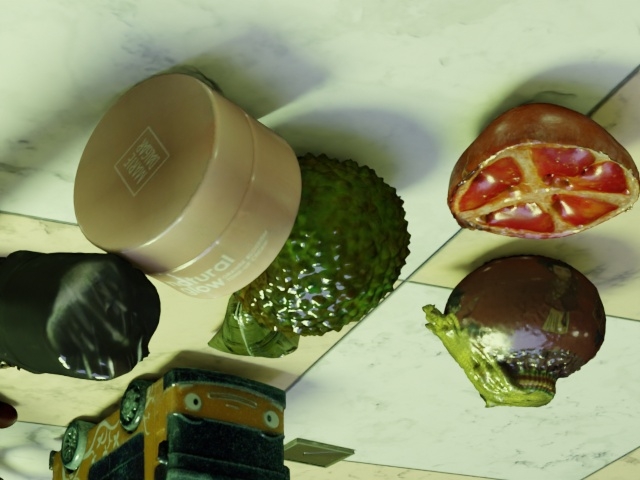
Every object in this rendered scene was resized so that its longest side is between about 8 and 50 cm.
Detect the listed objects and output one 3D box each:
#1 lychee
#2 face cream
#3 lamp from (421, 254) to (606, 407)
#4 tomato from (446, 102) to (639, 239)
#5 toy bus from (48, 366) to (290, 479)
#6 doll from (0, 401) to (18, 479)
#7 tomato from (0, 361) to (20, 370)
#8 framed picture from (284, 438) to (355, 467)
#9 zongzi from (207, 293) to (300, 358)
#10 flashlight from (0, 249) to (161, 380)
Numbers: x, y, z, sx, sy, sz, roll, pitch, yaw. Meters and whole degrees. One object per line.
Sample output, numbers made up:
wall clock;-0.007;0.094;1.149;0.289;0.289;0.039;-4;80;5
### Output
lychee;0.000;0.000;1.278;0.171;0.171;0.171;-1;153;-1
face cream;-0.102;-0.040;1.183;0.149;0.149;0.104;-20;146;31
lamp;0.195;0.090;1.469;0.157;0.135;0.156;-25;145;34
tomato;0.181;-0.063;1.245;0.156;0.069;0.155;1;151;1
toy bus;-0.180;0.278;1.746;0.162;0.194;0.323;17;148;-29
doll;-0.453;0.289;1.783;0.318;0.209;0.340;35;145;1
tomato;-0.320;0.083;1.457;0.159;0.091;0.139;-12;179;-18
framed picture;-0.010;0.269;1.939;0.089;0.006;0.066;16;147;-31
zongzi;-0.089;0.081;1.539;0.113;0.052;0.104;-2;148;29
flashlight;-0.281;0.056;1.268;0.103;0.103;0.424;21;167;-37
